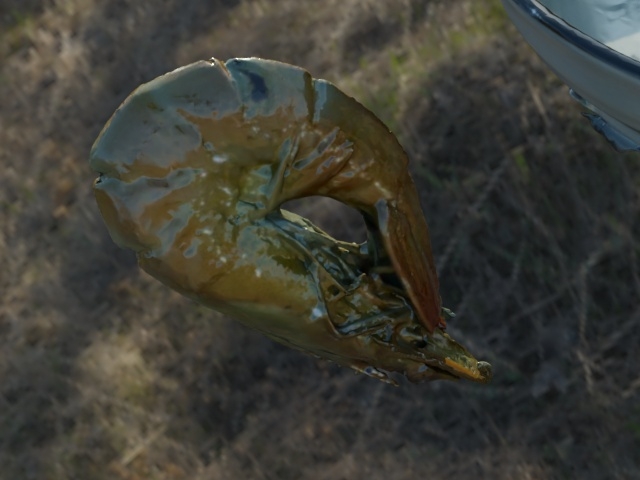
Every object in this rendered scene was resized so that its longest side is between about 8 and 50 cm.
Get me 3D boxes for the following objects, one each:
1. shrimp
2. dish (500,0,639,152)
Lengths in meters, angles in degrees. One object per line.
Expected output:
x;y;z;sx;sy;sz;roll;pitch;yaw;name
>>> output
0.000;0.001;0.887;0.145;0.267;0.061;-46;20;13;shrimp
0.220;-0.117;0.849;0.316;0.106;0.316;4;41;-4;dish
